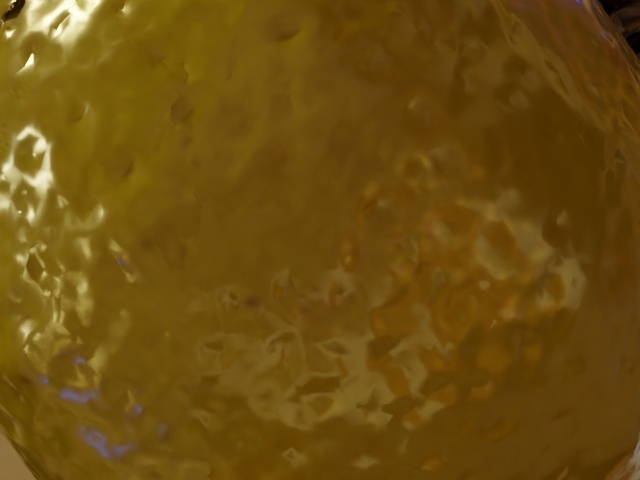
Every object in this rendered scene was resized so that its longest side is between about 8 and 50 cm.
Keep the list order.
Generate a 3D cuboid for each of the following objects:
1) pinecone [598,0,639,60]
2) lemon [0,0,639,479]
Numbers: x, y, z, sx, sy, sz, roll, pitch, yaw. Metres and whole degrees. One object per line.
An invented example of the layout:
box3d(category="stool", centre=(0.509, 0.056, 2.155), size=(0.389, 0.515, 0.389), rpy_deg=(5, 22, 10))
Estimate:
box3d(category="pinecone", centre=(0.147, -0.116, 0.790), size=(0.224, 0.272, 0.224), rpy_deg=(-32, 20, 13))
box3d(category="lemon", centre=(-0.001, -0.001, 0.598), size=(0.336, 0.336, 0.336), rpy_deg=(-45, -6, -6))
